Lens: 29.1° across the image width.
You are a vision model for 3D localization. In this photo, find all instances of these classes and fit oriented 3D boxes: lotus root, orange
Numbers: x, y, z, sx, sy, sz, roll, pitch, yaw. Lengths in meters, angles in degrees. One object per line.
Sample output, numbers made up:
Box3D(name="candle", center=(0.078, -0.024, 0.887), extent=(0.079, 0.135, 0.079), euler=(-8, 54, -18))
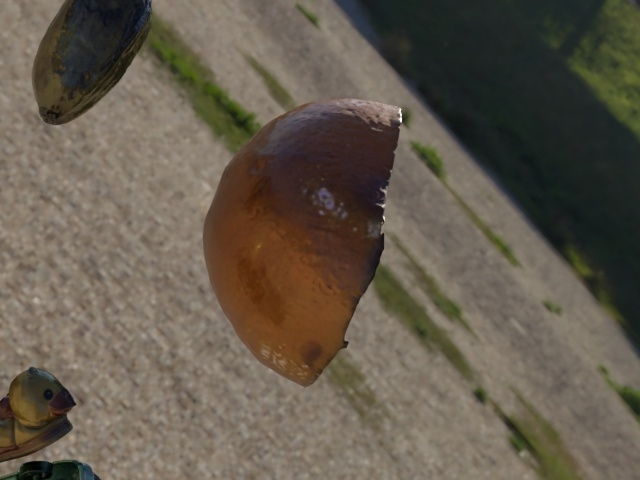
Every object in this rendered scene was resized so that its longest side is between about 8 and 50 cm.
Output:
Box3D(name="lotus root", center=(-0.216, -0.190, 1.161), extent=(0.081, 0.179, 0.089), euler=(30, -16, 7))
Box3D(name="orange", center=(-0.001, -0.002, 1.303), extent=(0.274, 0.274, 0.310), euler=(28, 37, -57))

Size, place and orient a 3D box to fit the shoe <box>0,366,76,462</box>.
Box3D(name="shoe", center=(-0.269, 0.155, 1.067), extent=(0.072, 0.109, 0.069), euler=(-33, 97, -50))

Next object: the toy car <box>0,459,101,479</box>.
Box3D(name="toy car", center=(-0.286, 0.264, 1.110), extent=(0.076, 0.224, 0.090), euler=(34, 43, -49))
